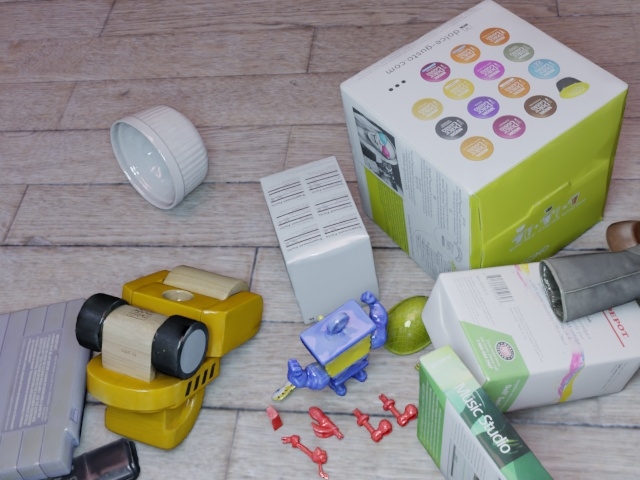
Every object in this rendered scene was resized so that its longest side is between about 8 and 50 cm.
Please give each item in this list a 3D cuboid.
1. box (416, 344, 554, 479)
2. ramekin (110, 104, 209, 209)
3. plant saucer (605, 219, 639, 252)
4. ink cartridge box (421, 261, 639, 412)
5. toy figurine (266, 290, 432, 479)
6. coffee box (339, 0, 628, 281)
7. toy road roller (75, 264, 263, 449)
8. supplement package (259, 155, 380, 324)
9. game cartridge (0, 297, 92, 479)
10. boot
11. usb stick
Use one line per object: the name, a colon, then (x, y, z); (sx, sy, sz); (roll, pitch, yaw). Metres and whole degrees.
box: (0.241, 0.330, 1.141); (0.058, 0.232, 0.322); (-25, 52, -16)
ramekin: (-0.320, -0.176, 1.672); (0.207, 0.207, 0.109); (32, 54, 30)
plant saucer: (0.572, 0.031, 1.378); (0.198, 0.036, 0.199); (20, 38, -16)
ink cartridge box: (0.366, 0.144, 1.305); (0.353, 0.119, 0.207); (-5, 49, -17)
toy figurine: (0.073, 0.177, 1.303); (0.362, 0.217, 0.191); (-32, 53, -14)
coffee box: (0.282, -0.148, 1.446); (0.337, 0.338, 0.334); (-33, 54, -15)
toy road roller: (-0.256, 0.197, 1.394); (0.202, 0.241, 0.329); (13, 18, 20)
supplement package: (0.000, 0.000, 1.471); (0.149, 0.194, 0.203); (-18, 51, -3)
game cartridge: (-0.518, 0.262, 1.426); (0.230, 0.068, 0.355); (-8, 43, 1)
boot: (0.457, 0.089, 1.244); (0.208, 0.076, 0.190); (-12, 61, -20)
usb stick: (-0.428, 0.401, 1.328); (0.277, 0.045, 0.077); (-21, 55, -7)
